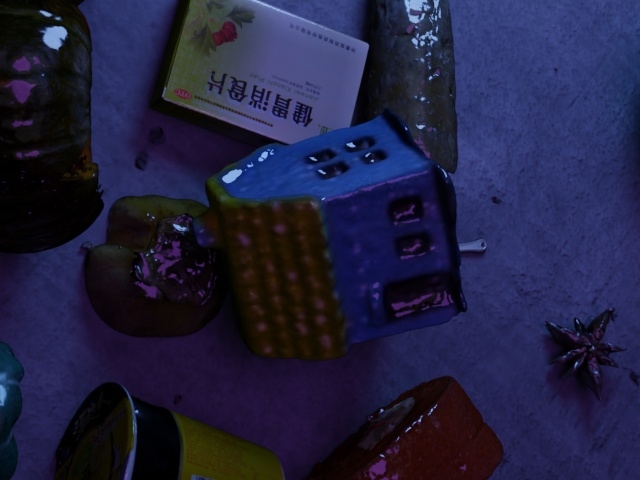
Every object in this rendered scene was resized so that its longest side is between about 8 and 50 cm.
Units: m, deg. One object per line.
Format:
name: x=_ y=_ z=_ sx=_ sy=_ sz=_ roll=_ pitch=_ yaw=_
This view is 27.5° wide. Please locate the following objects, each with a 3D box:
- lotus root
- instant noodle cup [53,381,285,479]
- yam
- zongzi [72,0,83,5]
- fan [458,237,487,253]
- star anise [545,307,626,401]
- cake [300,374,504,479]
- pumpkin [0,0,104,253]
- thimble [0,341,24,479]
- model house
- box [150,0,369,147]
lotus root: x=-0.191 y=0.028 z=1.641 sx=0.203 sy=0.078 sz=0.183 roll=-1 pitch=83 yaw=-23
instant noodle cup: x=-0.175 y=0.296 z=1.555 sx=0.236 sy=0.215 sz=0.215 roll=19 pitch=76 yaw=-28
yam: x=0.121 y=-0.245 z=1.788 sx=0.133 sy=0.133 sz=0.330 roll=4 pitch=78 yaw=-24
zongzi: x=-0.351 y=-0.458 z=1.599 sx=0.300 sy=0.145 sz=0.274 roll=35 pitch=67 yaw=-9
fan: x=0.136 y=0.018 z=1.824 sx=0.226 sy=0.008 sz=0.152 roll=-4 pitch=85 yaw=-23
star anise: x=0.388 y=0.169 z=1.890 sx=0.124 sy=0.056 sz=0.129 roll=-9 pitch=84 yaw=-13
cake: x=0.109 y=0.301 z=1.685 sx=0.283 sy=0.177 sz=0.151 roll=-35 pitch=98 yaw=-25
pumpkin: x=-0.347 y=-0.142 z=1.468 sx=0.192 sy=0.320 sz=0.320 roll=-4 pitch=85 yaw=-13
thimble: x=-0.427 y=0.239 z=1.409 sx=0.167 sy=0.254 sz=0.288 roll=11 pitch=80 yaw=-22
model house: x=0.000 y=0.000 z=1.619 sx=0.303 sy=0.215 sz=0.237 roll=-15 pitch=120 yaw=-8
box: x=-0.077 y=-0.218 z=1.728 sx=0.260 sy=0.062 sz=0.175 roll=19 pitch=76 yaw=-22
